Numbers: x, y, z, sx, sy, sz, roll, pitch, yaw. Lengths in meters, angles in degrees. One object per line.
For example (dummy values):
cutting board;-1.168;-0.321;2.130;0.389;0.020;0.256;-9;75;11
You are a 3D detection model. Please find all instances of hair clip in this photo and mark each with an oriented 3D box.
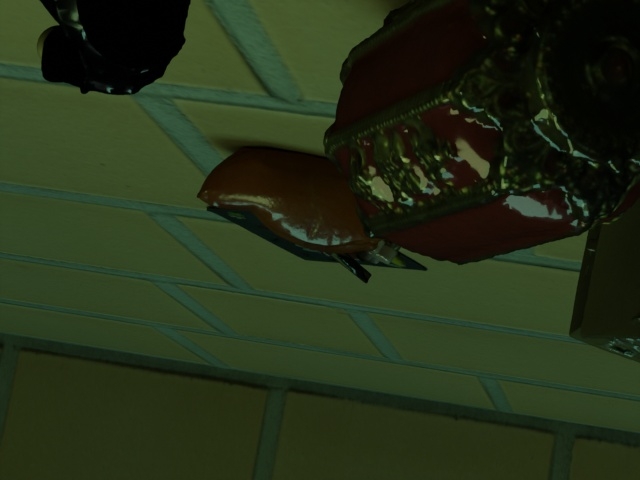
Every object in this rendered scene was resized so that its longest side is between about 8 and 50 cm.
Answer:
hair clip;0.037;-0.012;1.733;0.062;0.056;0.214;29;-179;33

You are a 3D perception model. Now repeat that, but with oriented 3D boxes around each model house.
model house;0.286;-0.007;1.179;0.176;0.180;0.248;15;167;-2

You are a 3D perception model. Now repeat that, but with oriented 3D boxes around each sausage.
sausage;-0.022;-0.040;1.598;0.179;0.089;0.089;15;169;-4

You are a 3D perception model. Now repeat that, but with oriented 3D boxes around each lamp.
lamp;0.108;-0.078;1.048;0.177;0.177;0.274;14;168;-18

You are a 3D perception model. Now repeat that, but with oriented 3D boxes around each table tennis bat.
table tennis bat;0.000;0.000;1.744;0.130;0.019;0.220;38;180;-2

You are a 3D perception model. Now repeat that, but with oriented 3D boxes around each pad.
pad;-0.002;-0.001;1.965;0.170;0.006;0.245;5;169;28

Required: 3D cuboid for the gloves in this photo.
gloves;-0.166;-0.159;1.033;0.203;0.124;0.164;33;157;43
